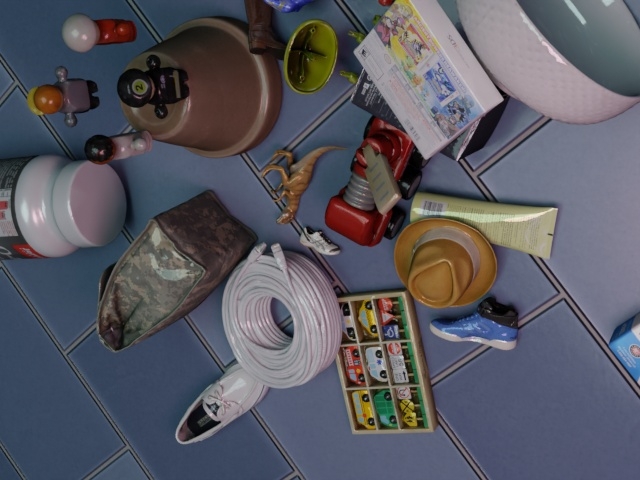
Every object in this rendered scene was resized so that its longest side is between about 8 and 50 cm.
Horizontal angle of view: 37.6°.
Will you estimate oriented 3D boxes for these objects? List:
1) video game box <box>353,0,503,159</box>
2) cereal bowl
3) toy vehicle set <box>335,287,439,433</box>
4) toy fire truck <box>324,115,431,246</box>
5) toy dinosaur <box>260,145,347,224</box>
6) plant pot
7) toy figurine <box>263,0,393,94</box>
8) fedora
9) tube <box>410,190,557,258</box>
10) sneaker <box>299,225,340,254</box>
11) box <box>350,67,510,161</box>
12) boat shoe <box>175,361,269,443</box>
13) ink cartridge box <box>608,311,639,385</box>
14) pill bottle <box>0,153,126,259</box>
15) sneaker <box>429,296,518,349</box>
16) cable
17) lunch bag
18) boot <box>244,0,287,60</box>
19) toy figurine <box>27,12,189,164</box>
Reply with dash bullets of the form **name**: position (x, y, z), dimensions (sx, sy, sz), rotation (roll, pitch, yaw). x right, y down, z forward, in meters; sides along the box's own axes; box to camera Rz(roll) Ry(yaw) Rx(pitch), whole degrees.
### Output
- **video game box**: position (0.151, -0.242, 1.367), dimensions (0.205, 0.048, 0.187), rotation (57, 156, 2)
- **cereal bowl**: position (0.314, -0.300, 1.345), dimensions (0.141, 0.339, 0.339), rotation (-40, 83, 40)
- **toy vehicle set**: position (0.112, 0.224, 1.730), dimensions (0.166, 0.035, 0.267), rotation (-9, 98, 28)
- **toy fire truck**: position (0.087, -0.082, 1.548), dimensions (0.158, 0.246, 0.217), rotation (30, 113, 17)
- **toy dinosaur**: position (-0.039, -0.126, 1.716), dimensions (0.112, 0.064, 0.211), rotation (29, 124, -2)
- **plant pot**: position (-0.232, -0.268, 1.671), dimensions (0.263, 0.229, 0.263), rotation (6, 104, 25)
- **toy figurine**: position (-0.008, -0.454, 1.599), dimensions (0.217, 0.191, 0.363), rotation (40, 128, 46)
- **fedora**: position (0.203, 0.054, 1.590), dimensions (0.194, 0.079, 0.194), rotation (13, 129, 16)
- **tube**: position (0.273, -0.032, 1.582), dimensions (0.240, 0.070, 0.062), rotation (11, 68, 20)
- **sneaker**: position (0.000, 0.000, 1.733), dimensions (0.083, 0.032, 0.037), rotation (21, 111, 20)
- **box**: position (0.180, -0.230, 1.521), dimensions (0.207, 0.153, 0.108), rotation (33, 114, 16)
- **boat shoe**: position (-0.195, 0.329, 1.877), dimensions (0.095, 0.084, 0.258), rotation (45, 117, 10)
- **ink cartridge box**: position (0.578, 0.153, 1.458), dimensions (0.203, 0.086, 0.148), rotation (-41, 83, 28)
- **pill bottle**: position (-0.591, -0.066, 1.903), dimensions (0.363, 0.210, 0.210), rotation (-3, 101, 27)
- **sneaker**: position (0.266, 0.132, 1.618), dimensions (0.152, 0.058, 0.085), rotation (11, 113, 19)
- **cable**: position (-0.076, 0.145, 1.755), dimensions (0.257, 0.089, 0.257), rotation (-39, 78, 40)
- **lunch bag**: position (-0.291, 0.068, 1.775), dimensions (0.169, 0.235, 0.287), rotation (43, 116, 4)
- **boot**: position (-0.084, -0.382, 1.675), dimensions (0.037, 0.106, 0.114), rotation (-35, 54, 53)
- **toy figurine**: position (-0.345, -0.240, 1.517), dimensions (0.213, 0.148, 0.209), rotation (45, 117, 10)
